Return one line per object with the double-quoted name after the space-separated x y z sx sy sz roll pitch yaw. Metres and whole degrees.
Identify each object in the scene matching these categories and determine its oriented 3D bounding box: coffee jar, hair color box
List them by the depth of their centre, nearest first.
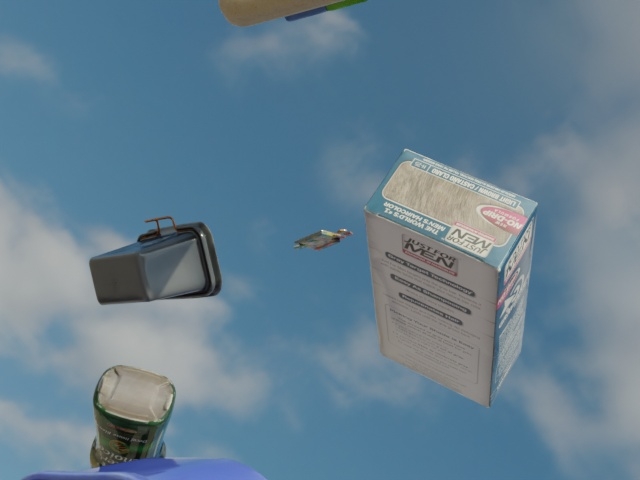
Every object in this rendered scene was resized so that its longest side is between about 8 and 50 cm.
0.160 0.057 1.342 0.174 0.105 0.347 25 -27 21 "hair color box"
-0.235 0.238 1.354 0.096 0.079 0.184 15 -42 0 "coffee jar"

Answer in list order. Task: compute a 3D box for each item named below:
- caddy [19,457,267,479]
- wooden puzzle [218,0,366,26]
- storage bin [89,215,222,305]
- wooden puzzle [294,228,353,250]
-0.174 0.321 0.987 0.341 0.179 0.241 -11 -94 42 "caddy"
0.096 -0.323 1.124 0.322 0.348 0.080 -10 -58 26 "wooden puzzle"
-0.189 0.027 1.208 0.135 0.091 0.098 -7 -83 47 "storage bin"
0.000 0.000 1.453 0.083 0.049 0.006 -23 -113 36 "wooden puzzle"
